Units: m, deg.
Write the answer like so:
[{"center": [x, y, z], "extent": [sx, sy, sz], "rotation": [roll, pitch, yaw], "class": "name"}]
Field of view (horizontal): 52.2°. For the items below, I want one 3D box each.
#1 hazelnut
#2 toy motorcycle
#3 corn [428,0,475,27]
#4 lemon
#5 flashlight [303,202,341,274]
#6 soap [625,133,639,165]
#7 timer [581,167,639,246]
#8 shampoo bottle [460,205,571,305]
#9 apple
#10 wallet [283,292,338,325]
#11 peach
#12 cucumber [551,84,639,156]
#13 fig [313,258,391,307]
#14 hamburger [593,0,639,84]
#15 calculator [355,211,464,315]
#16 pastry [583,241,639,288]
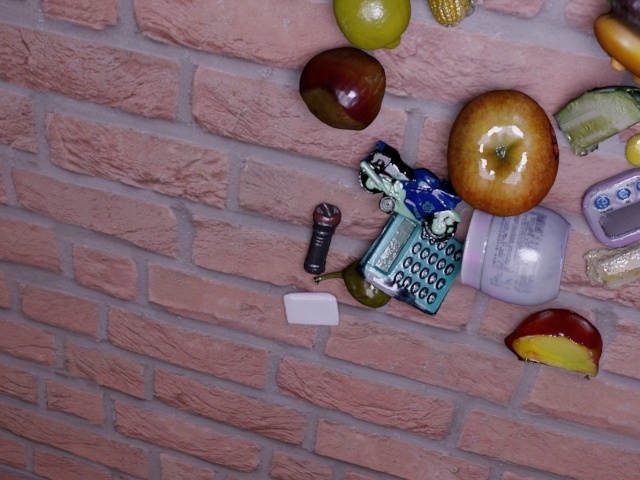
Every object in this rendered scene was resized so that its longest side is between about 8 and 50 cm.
[{"center": [0.061, -0.403, 1.702], "extent": [0.230, 0.229, 0.229], "rotation": [7, 119, 12], "class": "hazelnut"}, {"center": [0.261, -0.145, 1.800], "extent": [0.331, 0.125, 0.196], "rotation": [37, 112, 2], "class": "toy motorcycle"}, {"center": [0.279, -0.654, 1.555], "extent": [0.106, 0.106, 0.293], "rotation": [-17, 113, 23], "class": "corn"}, {"center": [0.121, -0.576, 1.596], "extent": [0.184, 0.184, 0.248], "rotation": [-22, 110, 25], "class": "lemon"}, {"center": [0.000, 0.000, 2.002], "extent": [0.093, 0.093, 0.231], "rotation": [19, 127, 5], "class": "flashlight"}, {"center": [0.866, -0.231, 1.657], "extent": [0.169, 0.033, 0.089], "rotation": [1, 120, 15], "class": "soap"}, {"center": [0.811, -0.087, 1.730], "extent": [0.209, 0.069, 0.190], "rotation": [-24, 109, 24], "class": "timer"}, {"center": [0.520, 0.032, 1.759], "extent": [0.267, 0.273, 0.272], "rotation": [13, 121, 21], "class": "shampoo bottle"}, {"center": [0.447, -0.221, 1.620], "extent": [0.278, 0.250, 0.309], "rotation": [-23, 69, 6], "class": "apple"}, {"center": [-0.029, 0.224, 2.158], "extent": [0.183, 0.032, 0.124], "rotation": [-1, 117, 14], "class": "wallet"}, {"center": [0.683, 0.276, 1.914], "extent": [0.268, 0.154, 0.158], "rotation": [9, 129, 22], "class": "peach"}, {"center": [0.675, -0.300, 1.525], "extent": [0.105, 0.325, 0.145], "rotation": [-33, 89, -5], "class": "cucumber"}, {"center": [0.110, 0.123, 2.025], "extent": [0.259, 0.151, 0.151], "rotation": [5, 122, 42], "class": "fig"}, {"center": [0.773, -0.437, 1.371], "extent": [0.396, 0.395, 0.277], "rotation": [29, 119, -1], "class": "hamburger"}, {"center": [0.277, 0.063, 1.896], "extent": [0.274, 0.058, 0.248], "rotation": [33, 86, -3], "class": "calculator"}, {"center": [0.855, 0.049, 1.785], "extent": [0.259, 0.089, 0.121], "rotation": [-21, 98, 22], "class": "pastry"}]
